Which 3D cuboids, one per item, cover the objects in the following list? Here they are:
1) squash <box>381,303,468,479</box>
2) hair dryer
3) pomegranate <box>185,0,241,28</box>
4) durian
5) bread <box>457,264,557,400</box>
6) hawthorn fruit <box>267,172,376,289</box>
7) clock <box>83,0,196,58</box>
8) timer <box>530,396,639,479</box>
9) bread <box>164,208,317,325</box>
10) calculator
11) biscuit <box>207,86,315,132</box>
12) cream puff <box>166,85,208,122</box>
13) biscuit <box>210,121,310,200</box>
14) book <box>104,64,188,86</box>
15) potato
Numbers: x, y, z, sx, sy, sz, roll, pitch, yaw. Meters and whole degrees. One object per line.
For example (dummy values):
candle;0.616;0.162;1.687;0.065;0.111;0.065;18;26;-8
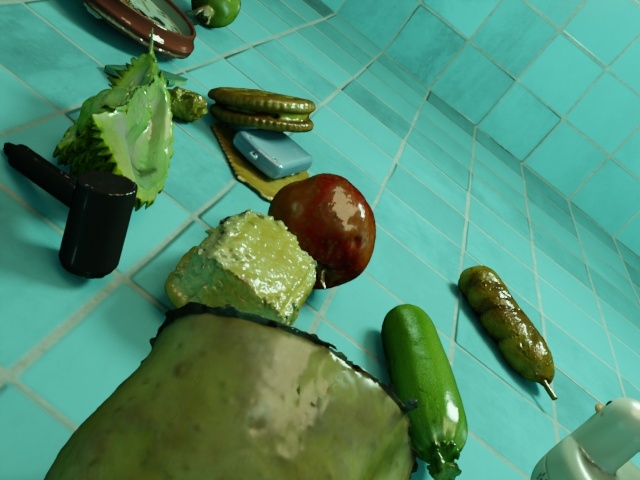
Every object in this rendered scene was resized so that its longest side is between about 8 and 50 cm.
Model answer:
squash;0.151;0.212;1.152;0.101;0.101;0.378;32;20;-18
hair dryer;-0.327;-0.054;0.962;0.248;0.114;0.070;29;20;31
pomegranate;-0.270;-0.580;1.971;0.129;0.159;0.129;22;-19;8
durian;-0.263;-0.157;1.111;0.157;0.169;0.355;30;25;-17
bread;0.390;0.180;1.592;0.124;0.084;0.344;19;31;-39
hawthorn fruit;0.000;0.000;1.243;0.179;0.179;0.200;28;46;-26
clock;-0.398;-0.484;1.628;0.318;0.080;0.318;36;19;-14
timer;0.411;0.363;1.084;0.233;0.240;0.233;33;23;-16
bread;-0.095;0.053;1.043;0.174;0.121;0.245;46;18;-5
calculator;-0.091;-0.174;1.537;0.121;0.039;0.210;40;22;9
biscuit;-0.117;-0.262;1.570;0.220;0.066;0.220;8;13;-2
cream puff;-0.252;-0.247;1.448;0.083;0.083;0.058;33;63;-44
biscuit;-0.091;-0.133;1.530;0.237;0.013;0.232;17;31;-40
book;-0.317;-0.303;1.453;0.103;0.017;0.135;21;18;16
potato;-0.074;0.236;0.628;0.289;0.301;0.237;8;45;8
